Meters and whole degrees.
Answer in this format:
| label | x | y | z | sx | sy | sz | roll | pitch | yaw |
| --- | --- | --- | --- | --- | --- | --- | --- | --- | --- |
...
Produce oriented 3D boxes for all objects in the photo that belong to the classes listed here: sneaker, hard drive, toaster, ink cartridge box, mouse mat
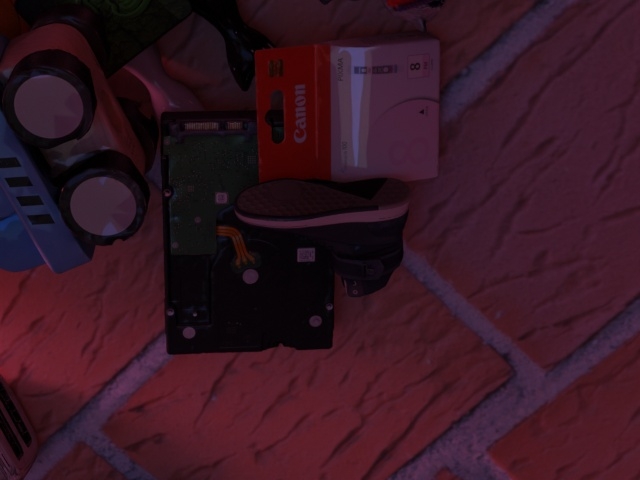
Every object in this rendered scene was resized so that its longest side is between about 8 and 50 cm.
| label | x | y | z | sx | sy | sz | roll | pitch | yaw |
| --- | --- | --- | --- | --- | --- | --- | --- | --- | --- |
| sneaker | 0.001 | 0.001 | 1.780 | 0.226 | 0.086 | 0.163 | 0 | 133 | -3 |
| hard drive | -0.097 | -0.010 | 1.853 | 0.236 | 0.064 | 0.339 | -2 | 115 | -7 |
| toaster | -0.530 | 0.292 | 2.065 | 0.146 | 0.129 | 0.227 | -21 | 106 | 14 |
| ink cartridge box | 0.038 | -0.160 | 1.745 | 0.232 | 0.066 | 0.189 | -11 | 115 | -21 |
| mouse mat | -0.273 | -0.294 | 1.723 | 0.189 | 0.007 | 0.152 | -34 | 114 | 23 |

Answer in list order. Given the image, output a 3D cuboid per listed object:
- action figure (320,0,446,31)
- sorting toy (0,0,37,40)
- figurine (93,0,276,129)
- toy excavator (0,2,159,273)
| label | x | y | z | sx | sy | sz | roll | pitch | yaw |
| --- | --- | --- | --- | --- | --- | --- | --- | --- | --- |
| action figure | 0.133 | -0.418 | 1.646 | 0.341 | 0.178 | 0.330 | -11 | 121 | -14 |
| sorting toy | -0.398 | -0.172 | 1.813 | 0.127 | 0.126 | 0.366 | 15 | 121 | 41 |
| figurine | -0.182 | -0.256 | 1.786 | 0.215 | 0.092 | 0.209 | -31 | 108 | 22 |
| toy excavator | -0.416 | -0.029 | 1.742 | 0.445 | 0.222 | 0.433 | -20 | 119 | 9 |
